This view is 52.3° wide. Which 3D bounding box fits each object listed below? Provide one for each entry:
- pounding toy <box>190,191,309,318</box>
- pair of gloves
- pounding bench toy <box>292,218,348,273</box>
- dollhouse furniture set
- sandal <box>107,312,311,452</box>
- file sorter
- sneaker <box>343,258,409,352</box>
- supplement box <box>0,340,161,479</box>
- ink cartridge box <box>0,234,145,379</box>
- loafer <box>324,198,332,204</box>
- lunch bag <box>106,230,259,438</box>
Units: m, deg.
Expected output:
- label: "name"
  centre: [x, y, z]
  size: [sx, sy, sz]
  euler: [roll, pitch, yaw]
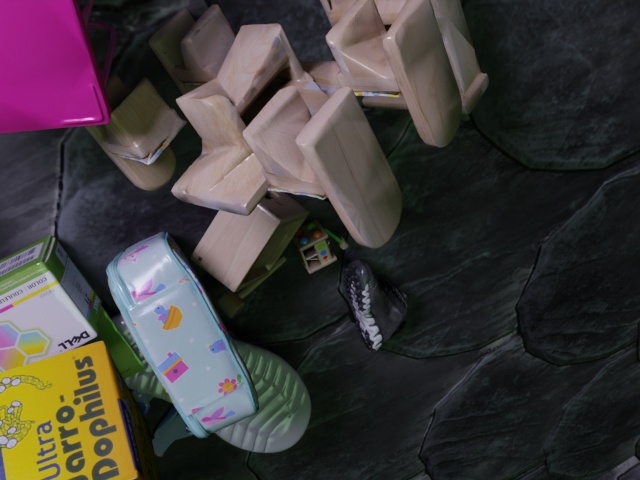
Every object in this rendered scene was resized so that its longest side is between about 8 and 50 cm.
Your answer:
- label: "pounding toy"
  centre: [-0.116, 0.014, 0.981]
  size: [0.206, 0.094, 0.181]
  euler: [-55, 170, 17]
- label: "pair of gloves"
  centre: [-0.299, 0.328, 1.168]
  size: [0.198, 0.023, 0.159]
  euler: [28, 107, -38]
- label: "pounding bench toy"
  centre: [0.000, 0.000, 1.063]
  size: [0.083, 0.052, 0.065]
  euler: [-27, 131, -8]
- label: "dollhouse furniture set"
  centre: [0.006, -0.162, 0.760]
  size: [0.394, 0.362, 0.256]
  euler: [-54, 135, -24]
- label: "sandal"
  centre: [-0.182, 0.223, 1.110]
  size: [0.416, 0.102, 0.169]
  euler: [37, 87, -28]
- label: "file sorter"
  centre: [-0.314, -0.263, 0.569]
  size: [0.202, 0.182, 0.290]
  euler: [-6, 138, -4]
- label: "sneaker"
  centre: [0.108, 0.104, 1.184]
  size: [0.106, 0.078, 0.234]
  euler: [-27, 135, -11]
- label: "supplement box"
  centre: [-0.344, 0.324, 0.926]
  size: [0.195, 0.194, 0.356]
  euler: [-18, 150, -15]
- label: "ink cartridge box"
  centre: [-0.384, 0.150, 0.897]
  size: [0.189, 0.097, 0.255]
  euler: [-28, 117, -2]
- label: "loafer"
  centre: [0.017, -0.100, 0.993]
  size: [0.223, 0.076, 0.078]
  euler: [26, 78, -33]
- label: "lunch bag"
  centre: [-0.190, 0.128, 0.910]
  size: [0.108, 0.224, 0.279]
  euler: [-28, 102, -11]
